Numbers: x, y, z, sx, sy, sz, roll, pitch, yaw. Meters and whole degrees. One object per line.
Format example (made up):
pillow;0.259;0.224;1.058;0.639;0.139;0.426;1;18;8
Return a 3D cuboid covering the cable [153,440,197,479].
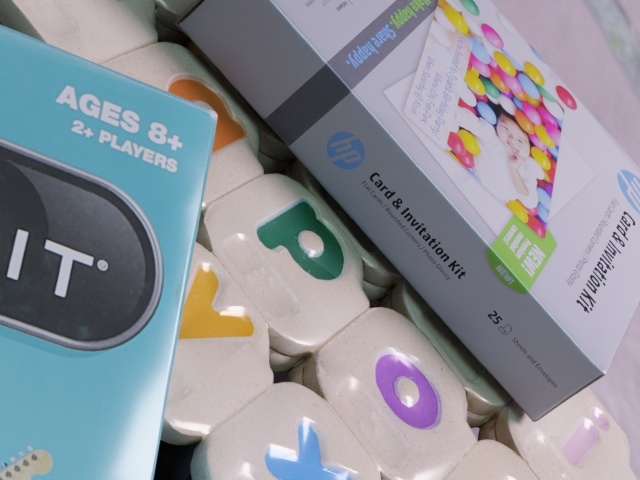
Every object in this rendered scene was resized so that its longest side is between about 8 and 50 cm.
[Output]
cable;-0.082;0.140;0.523;0.139;0.072;0.287;23;71;-54

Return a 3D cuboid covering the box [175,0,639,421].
box;0.047;-0.042;0.643;0.186;0.038;0.145;49;31;-4

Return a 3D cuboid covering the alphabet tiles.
alphabet tiles;0.000;0.000;0.596;0.284;0.021;0.278;51;32;2

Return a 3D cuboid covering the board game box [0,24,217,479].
board game box;-0.170;0.086;0.331;0.254;0.079;0.336;21;60;-24
